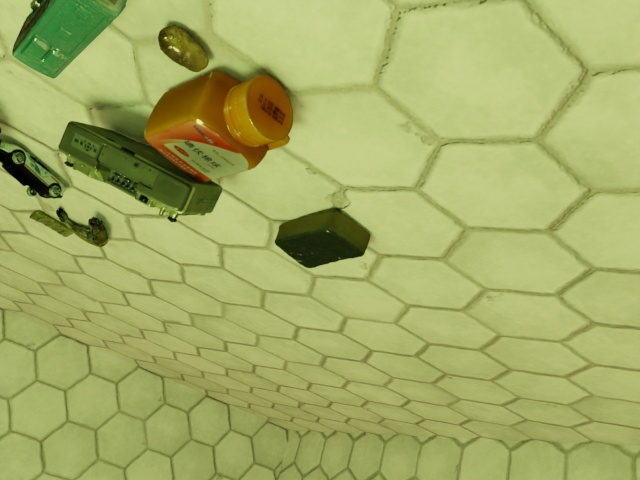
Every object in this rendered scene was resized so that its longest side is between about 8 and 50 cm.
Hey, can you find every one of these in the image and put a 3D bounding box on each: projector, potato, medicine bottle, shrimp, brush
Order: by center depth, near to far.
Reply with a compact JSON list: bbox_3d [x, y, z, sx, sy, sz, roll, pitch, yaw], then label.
[{"bbox_3d":[-0.206,-0.286,0.865,0.083,0.040,0.051,37,152,-31],"label":"potato"},{"bbox_3d":[-0.160,-0.188,0.939,0.222,0.111,0.149,-8,145,40],"label":"medicine bottle"},{"bbox_3d":[-0.329,-0.127,1.084,0.270,0.088,0.193,27,-172,8],"label":"projector"},{"bbox_3d":[0.000,0.000,1.253,0.123,0.059,0.197,37,147,-30],"label":"brush"},{"bbox_3d":[-0.648,-0.039,1.570,0.150,0.051,0.217,32,154,-11],"label":"shrimp"}]

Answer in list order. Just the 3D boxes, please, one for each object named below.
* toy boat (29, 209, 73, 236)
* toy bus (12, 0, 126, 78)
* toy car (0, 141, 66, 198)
[{"bbox_3d":[-0.770,-0.047,1.654,0.063,0.016,0.115,-14,139,44],"label":"toy boat"},{"bbox_3d":[-0.357,-0.322,0.820,0.091,0.109,0.262,30,152,-34],"label":"toy bus"},{"bbox_3d":[-0.686,-0.165,1.346,0.096,0.056,0.204,2,145,28],"label":"toy car"}]
